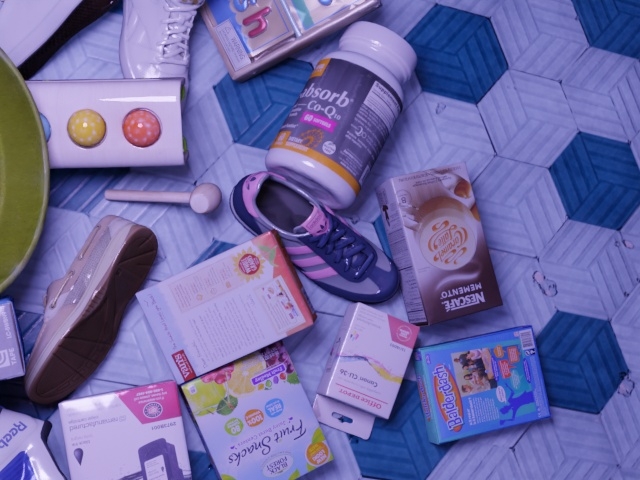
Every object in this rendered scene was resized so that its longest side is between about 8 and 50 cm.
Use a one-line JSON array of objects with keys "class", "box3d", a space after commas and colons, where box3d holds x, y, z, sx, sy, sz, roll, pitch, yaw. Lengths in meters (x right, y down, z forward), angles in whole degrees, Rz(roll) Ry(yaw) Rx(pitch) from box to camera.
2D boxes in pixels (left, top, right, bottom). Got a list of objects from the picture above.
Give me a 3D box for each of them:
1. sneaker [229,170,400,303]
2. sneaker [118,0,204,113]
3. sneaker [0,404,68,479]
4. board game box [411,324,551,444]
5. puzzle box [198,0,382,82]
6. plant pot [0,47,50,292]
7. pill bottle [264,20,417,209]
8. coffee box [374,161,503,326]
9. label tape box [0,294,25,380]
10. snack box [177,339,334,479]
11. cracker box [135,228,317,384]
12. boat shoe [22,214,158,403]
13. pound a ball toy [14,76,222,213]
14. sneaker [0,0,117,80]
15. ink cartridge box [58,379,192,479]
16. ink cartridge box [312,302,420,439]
[{"class": "sneaker", "box3d": [0.000, 0.000, 1.423, 0.319, 0.131, 0.112, 31, 75, -8]}, {"class": "sneaker", "box3d": [-0.232, -0.341, 1.384, 0.108, 0.169, 0.292, -4, 84, -40]}, {"class": "sneaker", "box3d": [-0.421, 0.364, 1.179, 0.182, 0.127, 0.315, 17, 66, -16]}, {"class": "board game box", "box3d": [0.269, 0.239, 1.501, 0.210, 0.047, 0.160, -9, 85, -15]}, {"class": "puzzle box", "box3d": [-0.106, -0.497, 1.440, 0.272, 0.052, 0.409, -26, 89, 14]}, {"class": "plant pot", "box3d": [-0.610, -0.090, 1.153, 0.353, 0.366, 0.366, -2, 81, 23]}, {"class": "pill bottle", "box3d": [0.039, -0.203, 1.445, 0.162, 0.162, 0.278, 29, 76, -9]}, {"class": "coffee box", "box3d": [0.195, 0.008, 1.487, 0.141, 0.098, 0.246, -14, 86, -15]}, {"class": "label tape box", "box3d": [-0.573, 0.159, 1.194, 0.334, 0.240, 0.106, -12, 92, -18]}, {"class": "snack box", "box3d": [-0.101, 0.282, 1.392, 0.174, 0.070, 0.207, -24, 91, -16]}, {"class": "cracker box", "box3d": [-0.142, 0.100, 1.365, 0.232, 0.067, 0.155, -24, 92, 6]}, {"class": "boat shoe", "box3d": [-0.361, 0.099, 1.346, 0.098, 0.109, 0.302, 21, 77, 29]}, {"class": "pound a ball toy", "box3d": [-0.312, -0.134, 1.333, 0.319, 0.136, 0.208, -1, 105, -2]}, {"class": "sneaker", "box3d": [-0.411, -0.370, 1.359, 0.290, 0.106, 0.123, -39, 87, 3]}, {"class": "ink cartridge box", "box3d": [-0.281, 0.339, 1.324, 0.172, 0.100, 0.237, -9, 85, -14]}, {"class": "ink cartridge box", "box3d": [0.070, 0.213, 1.445, 0.115, 0.067, 0.198, 22, 78, -11]}]
